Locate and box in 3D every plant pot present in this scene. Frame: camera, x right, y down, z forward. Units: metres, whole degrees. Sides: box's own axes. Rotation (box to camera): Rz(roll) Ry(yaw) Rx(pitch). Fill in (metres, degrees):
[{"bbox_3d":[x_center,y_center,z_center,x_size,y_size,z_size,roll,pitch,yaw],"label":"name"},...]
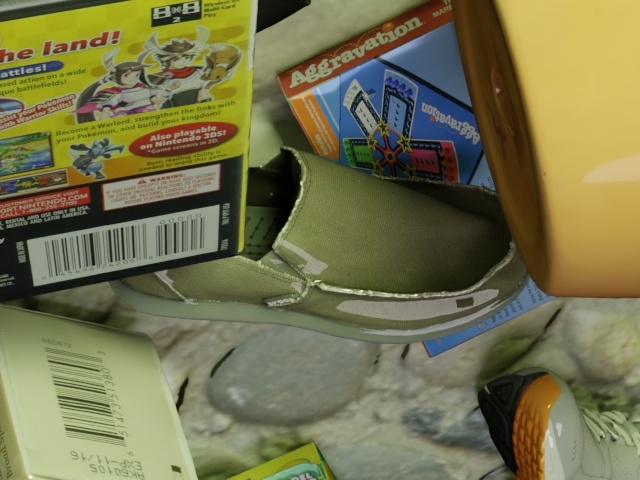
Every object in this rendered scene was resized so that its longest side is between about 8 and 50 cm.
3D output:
[{"bbox_3d":[0.185,-0.091,0.885,0.204,0.290,0.291,-15,139,-2],"label":"plant pot"}]

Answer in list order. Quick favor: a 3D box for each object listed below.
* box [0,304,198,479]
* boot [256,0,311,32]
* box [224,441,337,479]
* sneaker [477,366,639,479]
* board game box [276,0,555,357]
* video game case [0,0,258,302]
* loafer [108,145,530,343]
[{"bbox_3d":[-0.212,0.201,1.110,0.121,0.148,0.311,15,125,-35],"label":"box"},{"bbox_3d":[-0.116,-0.180,0.768,0.260,0.131,0.348,-28,150,18],"label":"boot"},{"bbox_3d":[-0.027,0.215,1.312,0.105,0.043,0.179,-23,142,3],"label":"box"},{"bbox_3d":[0.197,0.152,1.313,0.121,0.099,0.262,-28,147,-4],"label":"sneaker"},{"bbox_3d":[0.088,-0.038,1.096,0.145,0.027,0.281,-26,139,3],"label":"board game box"},{"bbox_3d":[-0.166,-0.040,0.813,0.275,0.035,0.248,-11,152,-10],"label":"video game case"},{"bbox_3d":[0.000,0.000,1.011,0.251,0.094,0.087,-2,146,-1],"label":"loafer"}]
